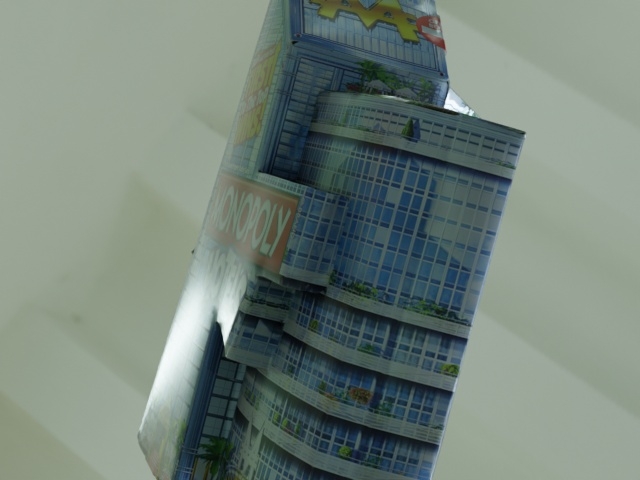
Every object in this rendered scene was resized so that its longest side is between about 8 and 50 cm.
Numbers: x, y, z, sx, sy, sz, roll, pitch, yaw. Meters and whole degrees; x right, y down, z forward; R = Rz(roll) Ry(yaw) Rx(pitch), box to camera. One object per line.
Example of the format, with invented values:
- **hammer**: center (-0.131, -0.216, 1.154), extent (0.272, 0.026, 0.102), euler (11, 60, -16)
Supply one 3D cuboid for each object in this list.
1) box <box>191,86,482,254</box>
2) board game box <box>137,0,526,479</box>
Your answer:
- **box**: center (0.028, -0.033, 1.388), extent (0.233, 0.159, 0.044), euler (-46, -127, 5)
- **board game box**: center (0.000, 0.000, 0.577), extent (0.060, 0.194, 0.194), euler (14, -88, -13)
